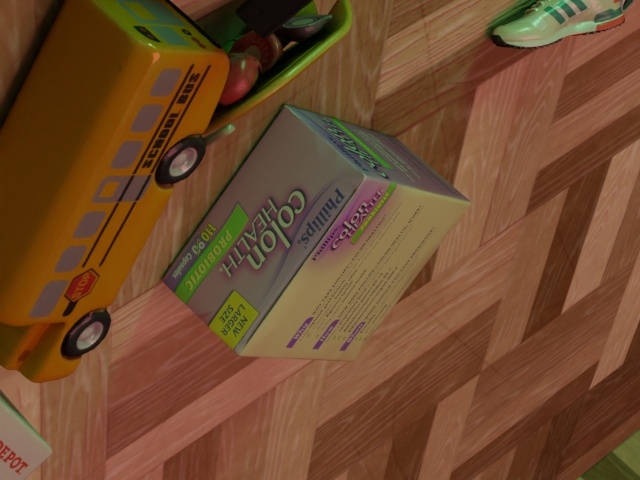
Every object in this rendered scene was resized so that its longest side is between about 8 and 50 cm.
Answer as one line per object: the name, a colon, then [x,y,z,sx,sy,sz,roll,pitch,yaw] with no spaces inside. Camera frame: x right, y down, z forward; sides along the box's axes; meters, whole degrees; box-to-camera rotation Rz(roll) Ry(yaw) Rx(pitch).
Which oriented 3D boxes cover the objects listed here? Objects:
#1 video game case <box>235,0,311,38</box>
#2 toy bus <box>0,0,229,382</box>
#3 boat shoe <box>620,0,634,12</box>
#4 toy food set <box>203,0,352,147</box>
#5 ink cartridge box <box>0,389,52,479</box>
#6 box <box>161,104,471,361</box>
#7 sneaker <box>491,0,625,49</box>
video game case: [0.069,-0.291,1.413,0.275,0.035,0.248,-32,-160,53]
toy bus: [-0.196,-0.040,1.510,0.130,0.108,0.333,-6,133,-55]
boat shoe: [0.367,-0.322,2.057,0.184,0.063,0.066,-43,155,-9]
toy food set: [-0.064,-0.153,1.584,0.218,0.071,0.128,-43,-166,-33]
ink cartridge box: [-0.378,0.201,1.560,0.273,0.115,0.198,-44,155,-8]
box: [0.000,0.000,1.874,0.213,0.117,0.243,-54,155,14]
sneaker: [0.245,-0.248,1.997,0.161,0.057,0.075,-15,104,-23]
